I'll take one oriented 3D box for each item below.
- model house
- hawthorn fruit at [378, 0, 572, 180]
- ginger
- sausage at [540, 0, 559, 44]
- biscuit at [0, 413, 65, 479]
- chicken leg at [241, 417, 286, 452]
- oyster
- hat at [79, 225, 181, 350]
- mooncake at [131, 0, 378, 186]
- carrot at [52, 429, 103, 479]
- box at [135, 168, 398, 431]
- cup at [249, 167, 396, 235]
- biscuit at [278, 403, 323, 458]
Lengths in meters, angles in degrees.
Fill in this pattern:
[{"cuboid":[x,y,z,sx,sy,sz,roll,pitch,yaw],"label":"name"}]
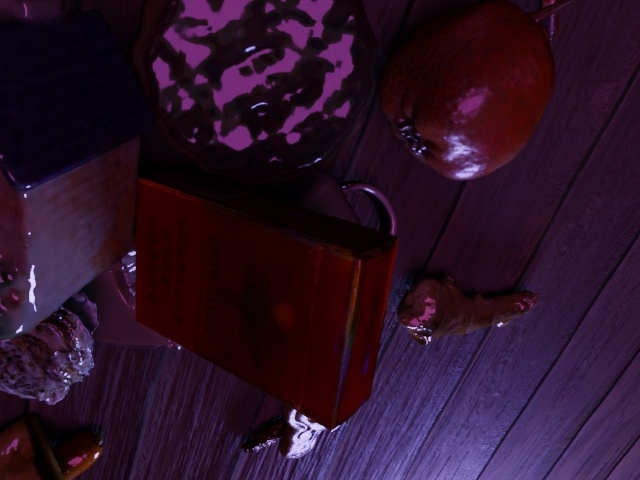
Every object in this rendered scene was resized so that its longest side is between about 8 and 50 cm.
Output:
[{"cuboid":[-0.346,-0.117,0.505,0.312,0.245,0.280,25,123,8],"label":"model house"},{"cuboid":[0.209,-0.211,0.664,0.262,0.210,0.210,-41,120,3],"label":"hawthorn fruit"},{"cuboid":[0.265,0.116,0.933,0.294,0.086,0.131,-3,110,-21],"label":"ginger"},{"cuboid":[0.310,-0.368,0.703,0.028,0.025,0.199,-12,121,10],"label":"sausage"},{"cuboid":[-0.516,0.399,0.837,0.183,0.174,0.039,-29,161,-13],"label":"biscuit"},{"cuboid":[-0.089,0.376,1.011,0.145,0.037,0.062,-33,143,7],"label":"chicken leg"},{"cuboid":[-0.418,0.140,0.747,0.198,0.112,0.268,30,124,-20],"label":"oyster"},{"cuboid":[-0.280,0.042,0.766,0.244,0.149,0.214,10,129,22],"label":"hat"},{"cuboid":[-0.074,-0.207,0.620,0.290,0.161,0.291,-6,121,-9],"label":"mooncake"},{"cuboid":[-0.479,0.405,0.891,0.225,0.067,0.067,-30,122,-16],"label":"carrot"},{"cuboid":[-0.079,0.051,0.594,0.089,0.313,0.198,-20,124,-53],"label":"box"},{"cuboid":[0.000,0.000,0.750,0.252,0.191,0.201,-36,119,-18],"label":"cup"},{"cuboid":[0.005,0.296,0.950,0.183,0.047,0.320,8,121,-41],"label":"biscuit"}]
